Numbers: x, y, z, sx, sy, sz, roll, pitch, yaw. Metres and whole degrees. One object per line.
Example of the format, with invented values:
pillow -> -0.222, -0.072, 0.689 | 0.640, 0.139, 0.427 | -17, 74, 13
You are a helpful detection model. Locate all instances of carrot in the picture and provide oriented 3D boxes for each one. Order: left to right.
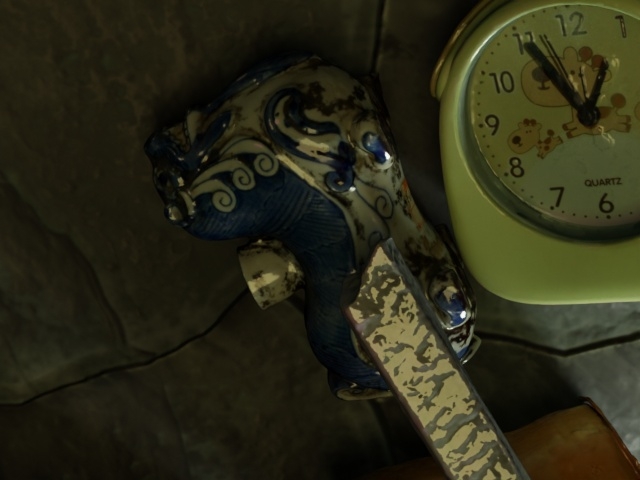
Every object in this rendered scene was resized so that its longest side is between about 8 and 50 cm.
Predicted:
carrot -> 0.149, 0.239, 1.129 | 0.254, 0.196, 0.196 | -29, 111, 5

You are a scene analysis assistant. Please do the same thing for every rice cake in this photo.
rice cake -> 0.113, 0.155, 0.989 | 0.056, 0.072, 0.365 | -30, 106, 7

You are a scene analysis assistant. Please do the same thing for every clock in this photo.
clock -> 0.200, -0.103, 0.996 | 0.235, 0.096, 0.308 | -3, 116, 27

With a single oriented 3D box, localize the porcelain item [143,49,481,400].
porcelain item -> 0.000, 0.000, 1.046 | 0.186, 0.138, 0.288 | -25, 111, 10
